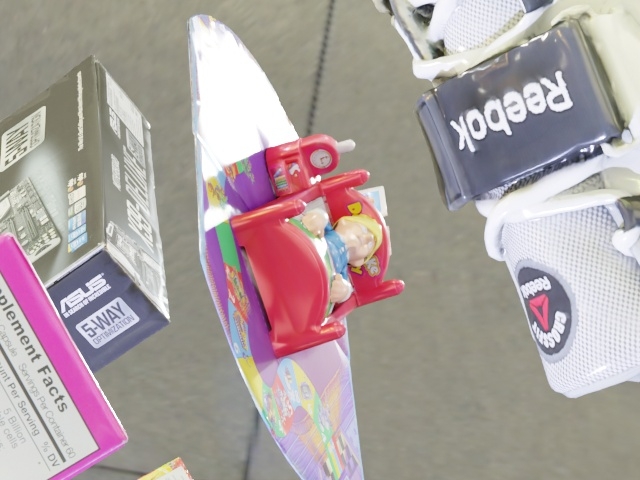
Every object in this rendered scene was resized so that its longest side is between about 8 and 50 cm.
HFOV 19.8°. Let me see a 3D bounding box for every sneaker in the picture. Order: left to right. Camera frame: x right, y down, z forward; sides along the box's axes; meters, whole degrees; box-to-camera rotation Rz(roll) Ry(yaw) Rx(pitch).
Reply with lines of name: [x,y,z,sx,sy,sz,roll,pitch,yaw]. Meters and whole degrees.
sneaker: [0.087,-0.038,0.539,0.330,0.122,0.146,40,63,-7]

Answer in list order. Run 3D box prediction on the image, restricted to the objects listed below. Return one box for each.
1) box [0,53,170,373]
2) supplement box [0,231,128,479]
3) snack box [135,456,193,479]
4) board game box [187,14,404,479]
box: [-0.228,0.021,1.280,0.242,0.307,0.076,-33,118,10]
supplement box: [-0.213,0.098,0.810,0.220,0.111,0.114,-29,95,-20]
snack box: [-0.135,0.179,1.043,0.100,0.141,0.037,-25,78,-33]
board game box: [0.000,0.000,0.602,0.033,0.133,0.169,-18,49,13]
